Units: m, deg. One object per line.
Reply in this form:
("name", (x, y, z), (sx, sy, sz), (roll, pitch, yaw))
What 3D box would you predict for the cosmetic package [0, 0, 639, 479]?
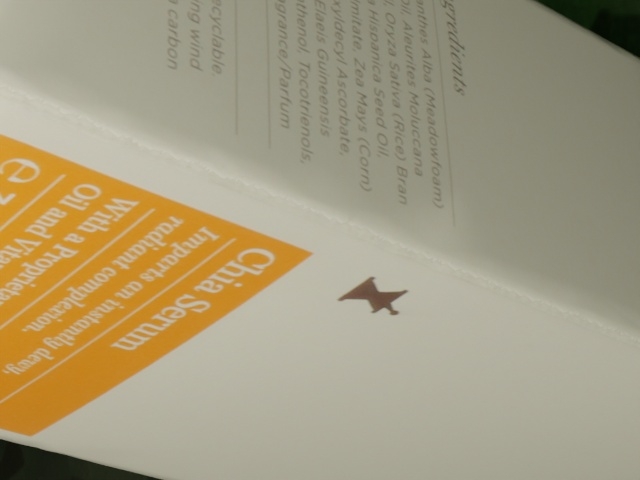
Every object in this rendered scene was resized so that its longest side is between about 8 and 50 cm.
("cosmetic package", (0.000, 0.000, 0.669), (0.230, 0.453, 0.161), (-34, 48, 41))
